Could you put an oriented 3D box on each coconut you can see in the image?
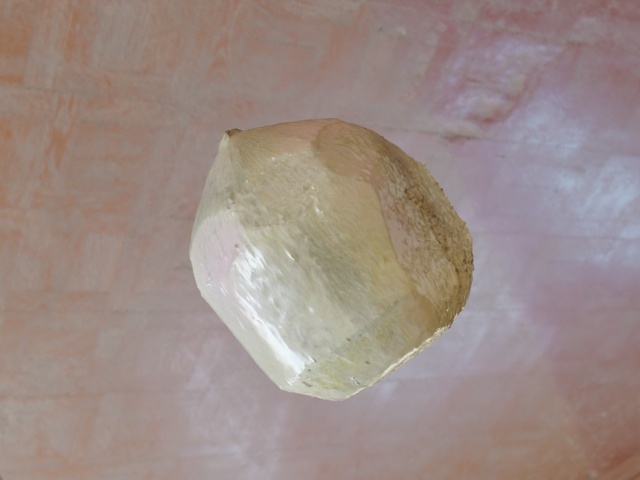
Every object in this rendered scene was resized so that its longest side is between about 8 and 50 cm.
[{"bbox_3d":[0.000,0.000,0.403,0.110,0.124,0.110,-35,175,-4],"label":"coconut"}]

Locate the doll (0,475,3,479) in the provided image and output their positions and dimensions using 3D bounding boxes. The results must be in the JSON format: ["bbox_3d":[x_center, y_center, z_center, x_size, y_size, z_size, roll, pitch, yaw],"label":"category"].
[{"bbox_3d":[-0.216,0.138,0.511,0.079,0.094,0.180,4,171,-7],"label":"doll"}]
